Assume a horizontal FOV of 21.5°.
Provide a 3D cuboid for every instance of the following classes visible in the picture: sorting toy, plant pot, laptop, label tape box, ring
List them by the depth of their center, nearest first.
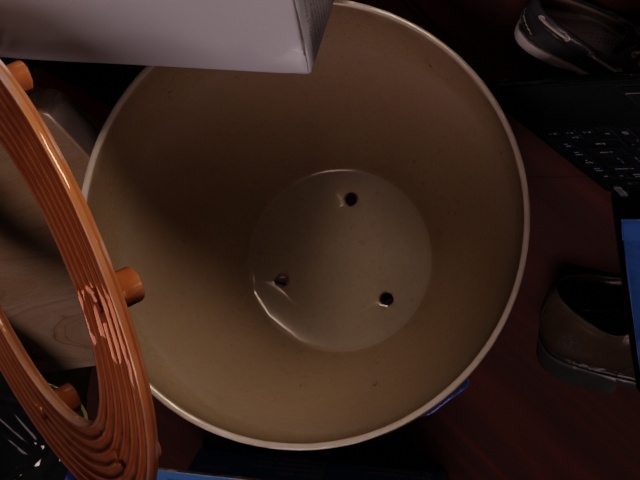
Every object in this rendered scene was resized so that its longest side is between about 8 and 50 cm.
[{"bbox_3d":[-0.180,0.011,1.060,0.336,0.032,0.336,45,148,37],"label":"ring"},{"bbox_3d":[0.251,0.006,1.072,0.234,0.136,0.264,0,158,42],"label":"laptop"},{"bbox_3d":[0.000,0.000,1.134,0.284,0.284,0.191,9,173,9],"label":"plant pot"},{"bbox_3d":[-0.201,-0.020,1.275,0.257,0.089,0.255,-11,134,36],"label":"sorting toy"},{"bbox_3d":[-0.229,0.113,1.462,0.083,0.079,0.083,10,141,8],"label":"plant pot"},{"bbox_3d":[0.000,0.273,1.556,0.240,0.106,0.334,4,139,13],"label":"label tape box"}]

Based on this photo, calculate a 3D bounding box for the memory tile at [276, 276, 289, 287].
[{"bbox_3d":[-0.049,0.024,1.346,0.113,0.012,0.148,37,136,-25],"label":"memory tile"}]

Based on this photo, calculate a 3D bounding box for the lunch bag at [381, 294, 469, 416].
[{"bbox_3d":[0.075,0.087,1.339,0.098,0.065,0.067,38,121,-24],"label":"lunch bag"}]

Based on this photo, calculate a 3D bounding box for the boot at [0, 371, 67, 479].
[{"bbox_3d":[-0.322,0.115,1.384,0.246,0.094,0.207,49,159,-12],"label":"boot"}]

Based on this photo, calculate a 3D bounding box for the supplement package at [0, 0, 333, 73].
[{"bbox_3d":[-0.104,-0.238,0.942,0.204,0.145,0.262,5,140,14],"label":"supplement package"}]

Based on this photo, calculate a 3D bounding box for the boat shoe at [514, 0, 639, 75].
[{"bbox_3d":[0.186,-0.122,1.064,0.125,0.046,0.038,25,146,2],"label":"boat shoe"}]

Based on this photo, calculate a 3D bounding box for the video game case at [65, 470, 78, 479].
[{"bbox_3d":[-0.354,0.179,1.601,0.244,0.061,0.269,-2,138,20],"label":"video game case"}]

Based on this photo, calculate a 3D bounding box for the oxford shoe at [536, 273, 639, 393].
[{"bbox_3d":[0.272,0.071,1.238,0.227,0.083,0.096,7,137,11],"label":"oxford shoe"}]
